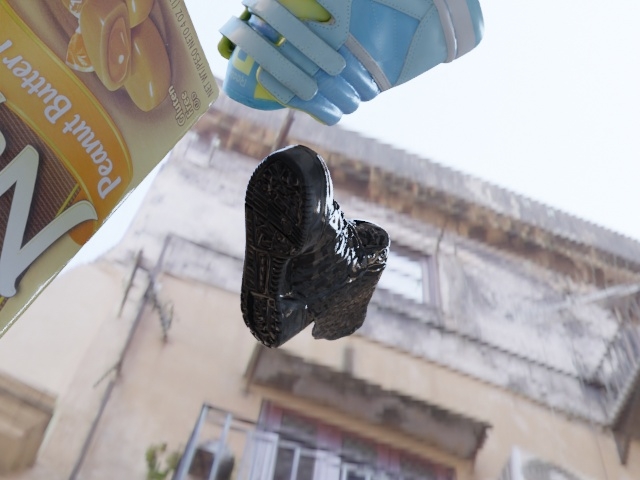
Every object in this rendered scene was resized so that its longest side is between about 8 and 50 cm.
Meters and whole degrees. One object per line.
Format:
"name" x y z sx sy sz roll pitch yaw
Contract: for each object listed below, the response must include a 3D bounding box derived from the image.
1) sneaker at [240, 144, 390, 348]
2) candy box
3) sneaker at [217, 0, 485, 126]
"sneaker" 0.002 0.001 0.884 0.051 0.089 0.170 43 -38 29
"candy box" -0.187 -0.066 0.802 0.087 0.316 0.183 1 -53 32
"sneaker" -0.013 -0.214 1.178 0.208 0.127 0.319 -36 -52 -7
